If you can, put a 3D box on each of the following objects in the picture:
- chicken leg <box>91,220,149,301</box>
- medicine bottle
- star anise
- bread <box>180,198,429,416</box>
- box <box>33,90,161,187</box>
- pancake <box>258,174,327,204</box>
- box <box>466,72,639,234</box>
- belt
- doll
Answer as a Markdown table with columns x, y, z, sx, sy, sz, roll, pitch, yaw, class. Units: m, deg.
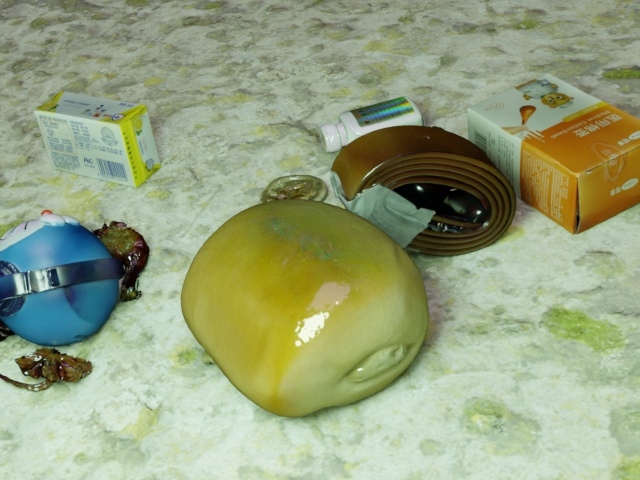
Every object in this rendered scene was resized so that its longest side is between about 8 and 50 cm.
| x | y | z | sx | sy | sz | roll | pitch | yaw | class |
| --- | --- | --- | --- | --- | --- | --- | --- | --- | --- |
| -0.387 | 0.032 | 1.865 | 0.106 | 0.051 | 0.253 | -27 | 40 | -12 | chicken leg |
| 0.110 | -0.252 | 2.103 | 0.219 | 0.078 | 0.115 | -16 | 39 | -9 | medicine bottle |
| -0.486 | 0.220 | 1.625 | 0.191 | 0.070 | 0.097 | 5 | 12 | 22 | star anise |
| -0.020 | 0.092 | 1.530 | 0.348 | 0.252 | 0.376 | -23 | 40 | -22 | bread |
| -0.504 | -0.232 | 2.152 | 0.265 | 0.168 | 0.097 | 11 | 38 | 29 | box |
| -0.058 | -0.094 | 1.976 | 0.152 | 0.025 | 0.151 | -6 | 35 | 4 | pancake |
| 0.476 | -0.177 | 1.867 | 0.225 | 0.143 | 0.341 | -25 | 40 | -19 | box |
| 0.186 | -0.090 | 1.721 | 0.339 | 0.217 | 0.122 | 9 | 29 | -24 | belt |
| -0.507 | 0.077 | 1.687 | 0.310 | 0.240 | 0.284 | -15 | -4 | 17 | doll |
